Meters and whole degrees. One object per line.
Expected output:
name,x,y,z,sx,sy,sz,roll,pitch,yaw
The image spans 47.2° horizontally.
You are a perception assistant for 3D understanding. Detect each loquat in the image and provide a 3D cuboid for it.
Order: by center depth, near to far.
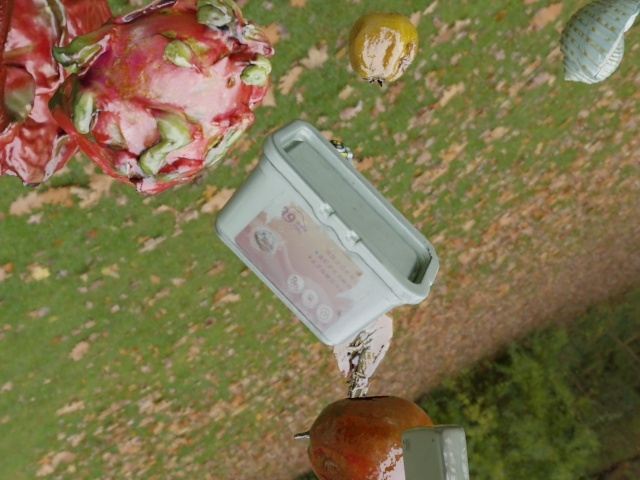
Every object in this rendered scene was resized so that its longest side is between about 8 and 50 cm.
loquat,0.112,-0.355,1.353,0.137,0.113,0.137,-9,113,-21

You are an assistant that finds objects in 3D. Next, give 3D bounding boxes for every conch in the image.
conch,0.423,-0.312,1.129,0.135,0.102,0.153,-59,163,-56

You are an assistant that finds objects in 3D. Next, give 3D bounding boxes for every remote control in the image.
remote control,0.147,0.364,0.867,0.038,0.285,0.123,0,162,-18

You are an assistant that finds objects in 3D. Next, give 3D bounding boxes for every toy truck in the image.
toy truck,0.015,-0.143,1.369,0.111,0.077,0.076,4,121,-23

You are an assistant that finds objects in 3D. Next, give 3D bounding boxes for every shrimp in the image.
shrimp,0.084,0.277,1.710,0.152,0.063,0.287,2,113,-35

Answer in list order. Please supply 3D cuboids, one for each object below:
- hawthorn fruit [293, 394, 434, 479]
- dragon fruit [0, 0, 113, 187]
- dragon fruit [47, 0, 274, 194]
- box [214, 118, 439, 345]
hawthorn fruit,0.080,0.391,1.386,0.224,0.261,0.224,20,90,-84
dragon fruit,-0.335,-0.231,0.959,0.228,0.329,0.286,-37,139,18
dragon fruit,-0.125,-0.130,0.607,0.172,0.160,0.166,-41,146,9
box,0.000,0.000,1.082,0.182,0.312,0.175,-44,-177,28
